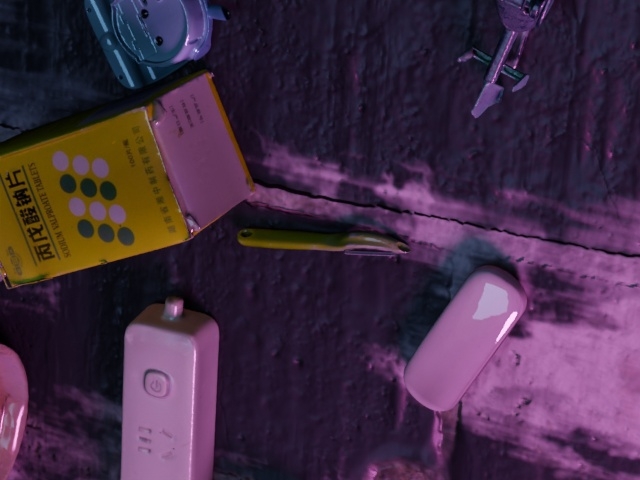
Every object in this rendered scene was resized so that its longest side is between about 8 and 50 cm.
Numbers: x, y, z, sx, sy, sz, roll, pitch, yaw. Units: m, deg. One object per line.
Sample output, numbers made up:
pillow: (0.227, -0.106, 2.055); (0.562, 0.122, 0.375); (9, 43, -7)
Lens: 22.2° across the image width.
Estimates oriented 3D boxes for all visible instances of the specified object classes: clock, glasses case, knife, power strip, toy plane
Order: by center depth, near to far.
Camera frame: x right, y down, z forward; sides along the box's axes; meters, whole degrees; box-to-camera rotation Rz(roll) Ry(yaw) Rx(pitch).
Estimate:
toy plane: (0.171, -0.204, 1.373); (0.060, 0.096, 0.235); (27, 117, 12)
glasses case: (0.135, 0.093, 1.532); (0.063, 0.041, 0.164); (38, 122, 12)
clock: (-0.149, -0.216, 1.562); (0.147, 0.045, 0.108); (-21, 99, 31)
knife: (0.000, 0.000, 1.580); (0.184, 0.022, 0.026); (3, 135, 25)
power strip: (-0.164, 0.235, 1.729); (0.091, 0.062, 0.385); (13, 115, 20)

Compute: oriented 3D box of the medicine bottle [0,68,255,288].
medicine bottle: (-0.211, -0.061, 1.599); (0.250, 0.141, 0.137); (-15, 105, 31)

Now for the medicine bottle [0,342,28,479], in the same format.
medicine bottle: (-0.553, 0.164, 1.799); (0.406, 0.235, 0.236); (17, 115, 20)

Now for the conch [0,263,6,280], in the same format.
conch: (-0.358, 0.009, 1.749); (0.085, 0.056, 0.076); (-33, 73, 3)
